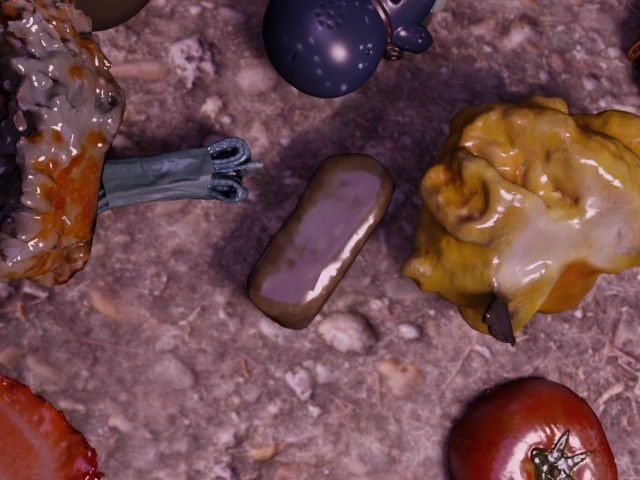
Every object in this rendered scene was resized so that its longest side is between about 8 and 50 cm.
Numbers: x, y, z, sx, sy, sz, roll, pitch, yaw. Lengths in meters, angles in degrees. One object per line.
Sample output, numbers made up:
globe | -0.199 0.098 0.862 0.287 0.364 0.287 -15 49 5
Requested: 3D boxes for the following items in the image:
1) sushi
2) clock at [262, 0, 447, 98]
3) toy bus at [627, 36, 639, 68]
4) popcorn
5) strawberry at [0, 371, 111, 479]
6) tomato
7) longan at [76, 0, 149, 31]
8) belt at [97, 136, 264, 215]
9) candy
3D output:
sushi | -0.398 -0.138 0.934 0.418 0.176 0.417 7 105 29
clock | 0.037 -0.289 1.073 0.243 0.146 0.199 -42 94 -13
toy bus | 0.472 -0.275 1.124 0.088 0.083 0.194 31 82 3
popcorn | 0.243 -0.030 1.026 0.316 0.281 0.297 -1 125 -30
strawberry | -0.380 0.266 1.017 0.228 0.098 0.174 41 60 6
tomato | 0.277 0.284 1.073 0.225 0.085 0.224 0 83 -3
longan | -0.284 -0.358 1.033 0.197 0.196 0.220 24 76 -1
belt | -0.221 -0.068 1.075 0.303 0.072 0.087 -9 82 -2
candy | 0.000 0.000 1.066 0.102 0.104 0.234 32 84 4
